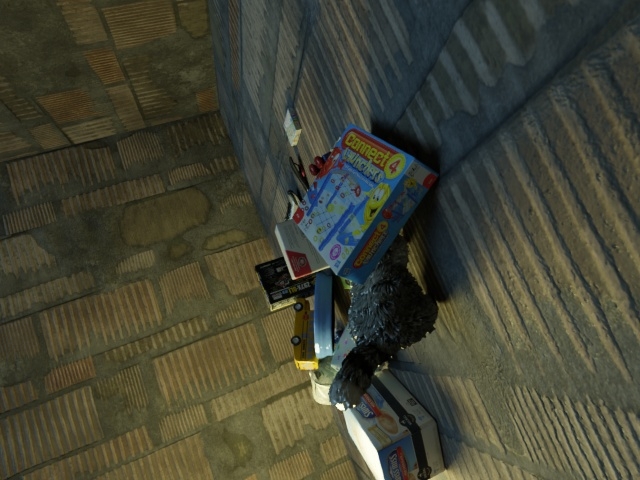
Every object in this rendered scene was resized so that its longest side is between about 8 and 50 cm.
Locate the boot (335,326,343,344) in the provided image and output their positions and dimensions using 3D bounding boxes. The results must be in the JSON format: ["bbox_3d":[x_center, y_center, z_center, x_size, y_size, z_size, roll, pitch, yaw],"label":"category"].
[{"bbox_3d":[0.092,0.541,2.161,0.190,0.069,0.086,95,155,-54],"label":"boot"}]

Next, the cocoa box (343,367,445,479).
[{"bbox_3d":[0.244,0.685,1.478,0.347,0.228,0.231,-144,37,-66],"label":"cocoa box"}]

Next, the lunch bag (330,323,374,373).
[{"bbox_3d":[0.148,0.417,1.561,0.108,0.223,0.279,29,165,-8],"label":"lunch bag"}]

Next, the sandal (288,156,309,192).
[{"bbox_3d":[-0.089,-0.304,1.844,0.179,0.040,0.067,59,173,-11],"label":"sandal"}]

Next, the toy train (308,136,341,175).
[{"bbox_3d":[0.057,-0.224,1.294,0.143,0.105,0.248,61,165,-1],"label":"toy train"}]

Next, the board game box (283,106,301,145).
[{"bbox_3d":[-0.121,-0.485,1.736,0.154,0.026,0.103,138,112,-74],"label":"board game box"}]

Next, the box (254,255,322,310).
[{"bbox_3d":[-0.154,0.198,2.127,0.079,0.322,0.257,94,152,-54],"label":"box"}]

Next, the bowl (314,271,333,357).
[{"bbox_3d":[0.024,0.340,1.865,0.391,0.077,0.390,0,-90,-86],"label":"bowl"}]

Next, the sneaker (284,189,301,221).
[{"bbox_3d":[-0.139,-0.130,2.090,0.100,0.108,0.271,-129,26,-57],"label":"sneaker"}]

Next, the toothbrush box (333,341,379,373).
[{"bbox_3d":[0.178,0.597,1.817,0.216,0.126,0.295,97,149,-60],"label":"toothbrush box"}]

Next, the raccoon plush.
[{"bbox_3d":[0.120,0.135,0.976,0.216,0.446,0.299,-19,108,34],"label":"raccoon plush"}]

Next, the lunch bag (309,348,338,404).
[{"bbox_3d":[0.075,0.698,2.053,0.305,0.256,0.212,89,156,-49],"label":"lunch bag"}]

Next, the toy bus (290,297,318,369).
[{"bbox_3d":[-0.071,0.450,1.983,0.108,0.130,0.332,82,-172,-53],"label":"toy bus"}]

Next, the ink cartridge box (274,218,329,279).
[{"bbox_3d":[0.000,0.000,1.428,0.114,0.273,0.196,135,115,-78],"label":"ink cartridge box"}]

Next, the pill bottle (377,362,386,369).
[{"bbox_3d":[0.215,0.479,1.626,0.137,0.078,0.078,117,132,-69],"label":"pill bottle"}]

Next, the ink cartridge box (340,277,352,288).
[{"bbox_3d":[0.069,0.105,1.741,0.171,0.056,0.234,158,95,-75],"label":"ink cartridge box"}]

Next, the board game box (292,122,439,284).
[{"bbox_3d":[0.087,-0.102,0.994,0.301,0.086,0.308,-58,35,13],"label":"board game box"}]
